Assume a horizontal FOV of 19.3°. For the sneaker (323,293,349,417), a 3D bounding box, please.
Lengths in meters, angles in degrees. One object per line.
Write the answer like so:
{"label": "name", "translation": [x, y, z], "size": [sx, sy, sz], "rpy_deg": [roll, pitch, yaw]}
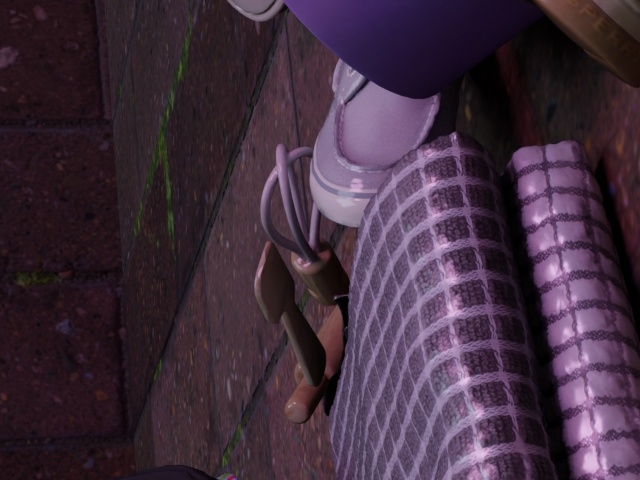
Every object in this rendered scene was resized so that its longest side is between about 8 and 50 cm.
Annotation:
{"label": "sneaker", "translation": [0.040, 0.096, 1.122], "size": [0.170, 0.089, 0.051], "rpy_deg": [104, 161, -47]}

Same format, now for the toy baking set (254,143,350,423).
{"label": "toy baking set", "translation": [0.001, 0.005, 1.125], "size": [0.256, 0.030, 0.197], "rpy_deg": [-58, -30, -52]}

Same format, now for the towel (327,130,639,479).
{"label": "towel", "translation": [0.070, 0.121, 0.924], "size": [0.284, 0.121, 0.235], "rpy_deg": [105, 161, -50]}

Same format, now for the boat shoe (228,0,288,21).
{"label": "boat shoe", "translation": [-0.015, -0.309, 1.381], "size": [0.112, 0.095, 0.335], "rpy_deg": [37, 142, 27]}

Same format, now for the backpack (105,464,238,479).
{"label": "backpack", "translation": [-0.066, 0.288, 1.119], "size": [0.355, 0.290, 0.273], "rpy_deg": [46, -161, -30]}

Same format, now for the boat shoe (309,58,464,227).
{"label": "boat shoe", "translation": [0.037, -0.088, 1.022], "size": [0.227, 0.079, 0.081], "rpy_deg": [-73, -21, -58]}

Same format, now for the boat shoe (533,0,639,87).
{"label": "boat shoe", "translation": [0.110, -0.172, 0.810], "size": [0.098, 0.109, 0.302], "rpy_deg": [-46, 25, 17]}

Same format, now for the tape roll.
{"label": "tape roll", "translation": [0.030, -0.168, 0.915], "size": [0.080, 0.189, 0.189], "rpy_deg": [-34, 45, 25]}
